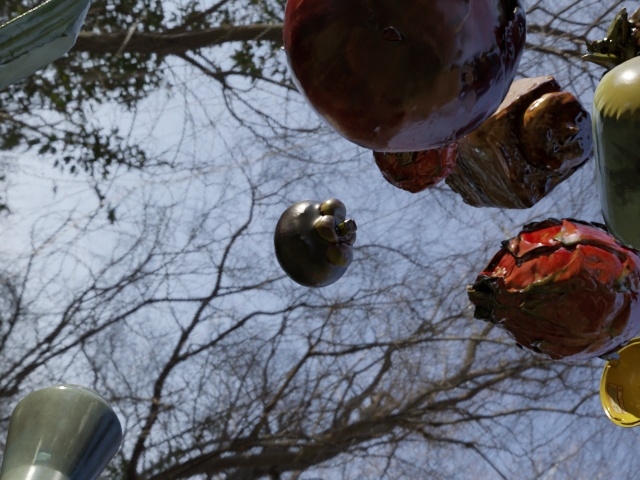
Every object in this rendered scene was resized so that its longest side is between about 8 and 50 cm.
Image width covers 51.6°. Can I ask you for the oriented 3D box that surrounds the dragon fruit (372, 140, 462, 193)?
[{"bbox_3d":[0.142,-0.127,1.099,0.162,0.106,0.083,-1,-103,40],"label":"dragon fruit"}]

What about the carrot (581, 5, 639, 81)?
[{"bbox_3d":[0.551,-0.273,0.943,0.331,0.193,0.214,7,-48,21],"label":"carrot"}]

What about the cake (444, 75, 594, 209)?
[{"bbox_3d":[0.354,-0.169,1.208,0.196,0.198,0.293,54,-8,-16],"label":"cake"}]

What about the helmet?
[{"bbox_3d":[0.768,0.332,1.505,0.140,0.205,0.257,17,-32,-11],"label":"helmet"}]

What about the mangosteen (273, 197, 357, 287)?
[{"bbox_3d":[0.000,0.000,2.023,0.302,0.275,0.275,-24,-87,44],"label":"mangosteen"}]

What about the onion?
[{"bbox_3d":[0.091,-0.232,0.744,0.276,0.276,0.276,27,-50,37],"label":"onion"}]

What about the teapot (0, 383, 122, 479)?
[{"bbox_3d":[-0.411,0.335,0.962,0.225,0.203,0.171,-92,176,-63],"label":"teapot"}]

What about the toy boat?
[{"bbox_3d":[-0.379,-0.212,0.763,0.055,0.293,0.093,54,-23,-5],"label":"toy boat"}]

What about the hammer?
[{"bbox_3d":[0.398,-0.141,0.683,0.113,0.305,0.202,30,-28,44],"label":"hammer"}]

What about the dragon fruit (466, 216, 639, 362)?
[{"bbox_3d":[0.390,0.083,1.082,0.244,0.298,0.245,-9,90,-88],"label":"dragon fruit"}]
